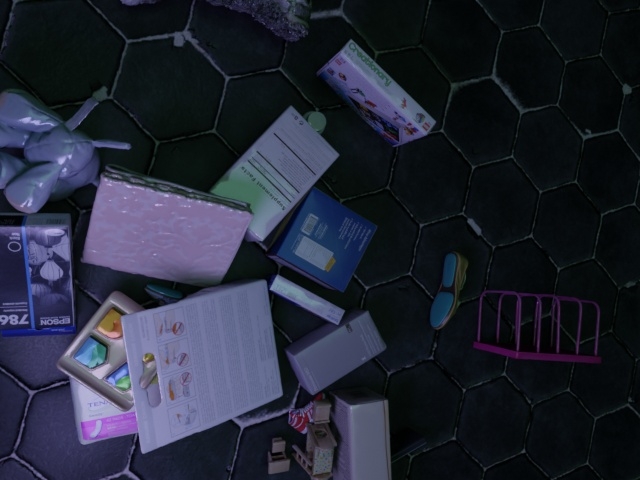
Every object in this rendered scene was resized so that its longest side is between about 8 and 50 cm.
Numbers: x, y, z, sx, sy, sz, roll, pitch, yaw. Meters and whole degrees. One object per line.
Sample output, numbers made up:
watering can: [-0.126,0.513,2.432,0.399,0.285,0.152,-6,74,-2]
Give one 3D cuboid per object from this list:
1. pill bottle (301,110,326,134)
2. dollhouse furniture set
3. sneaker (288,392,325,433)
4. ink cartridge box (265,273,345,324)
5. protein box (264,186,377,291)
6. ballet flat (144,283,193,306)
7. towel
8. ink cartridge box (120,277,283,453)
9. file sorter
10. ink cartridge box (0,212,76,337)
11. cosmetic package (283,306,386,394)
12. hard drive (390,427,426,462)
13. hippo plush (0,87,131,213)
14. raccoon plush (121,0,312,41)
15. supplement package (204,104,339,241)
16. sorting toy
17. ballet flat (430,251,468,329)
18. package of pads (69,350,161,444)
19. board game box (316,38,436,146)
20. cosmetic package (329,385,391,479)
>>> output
pill bottle: [-0.027,-0.299,1.486,0.067,0.120,0.067,0,89,-18]
dollhouse furniture set: [-0.048,0.516,1.446,0.161,0.101,0.181,-3,114,-18]
sneaker: [-0.039,0.449,1.514,0.067,0.042,0.118,34,81,-19]
ink cartridge box: [-0.046,0.153,1.487,0.207,0.097,0.046,30,79,-16]
protein box: [0.000,0.000,1.483,0.201,0.136,0.199,31,80,-16]
ballet flat: [-0.344,0.157,1.406,0.189,0.070,0.070,14,85,-15]
towel: [-0.353,-0.015,1.296,0.332,0.317,0.053,15,46,-19]
ink cartridge box: [-0.276,0.275,1.335,0.385,0.091,0.307,-12,97,-41]
file sorter: [0.634,0.246,1.663,0.291,0.202,0.182,7,86,-19]
ink cartridge box: [-0.619,0.097,1.226,0.166,0.065,0.332,-1,123,-19]
cosmetic package: [0.036,0.288,1.511,0.238,0.107,0.127,-31,102,-20]
hard drive: [0.212,0.568,1.571,0.135,0.094,0.022,-23,96,-18]
hippo plush: [-0.586,-0.201,1.238,0.294,0.236,0.234,-36,96,-7]
raccoon plush: [-0.235,-0.591,1.431,0.447,0.216,0.299,-21,112,11]
supplement package: [-0.130,-0.158,1.419,0.175,0.177,0.293,44,77,-14]
sorting toy: [-0.447,0.246,1.274,0.193,0.038,0.208,37,73,-8]
ballet flat: [0.382,0.149,1.646,0.073,0.080,0.232,19,85,-33]
package of pads: [-0.432,0.331,1.351,0.297,0.101,0.229,-8,92,-19]
board game box: [0.142,-0.379,1.507,0.305,0.193,0.053,40,78,-15]
cosmetic package: [0.104,0.559,1.501,0.113,0.160,0.309,-4,92,-19]
